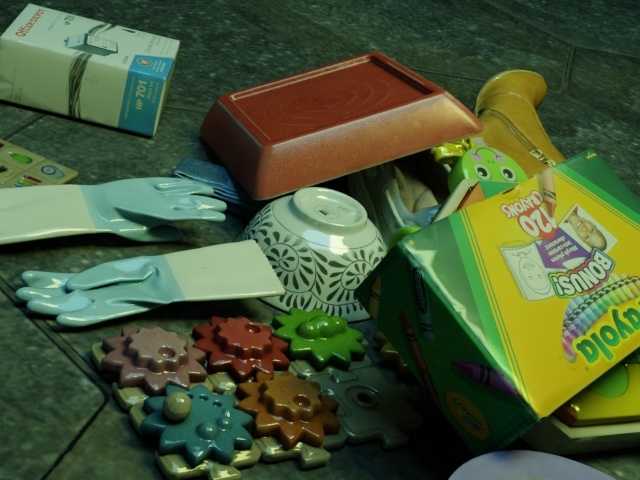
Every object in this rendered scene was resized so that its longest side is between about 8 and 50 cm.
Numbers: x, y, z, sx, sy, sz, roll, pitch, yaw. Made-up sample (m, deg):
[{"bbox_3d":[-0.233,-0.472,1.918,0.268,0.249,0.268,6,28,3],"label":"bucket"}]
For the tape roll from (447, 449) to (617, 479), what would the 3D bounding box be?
[{"bbox_3d":[0.157,0.232,0.707,0.189,0.080,0.189,14,29,-8],"label":"tape roll"}]

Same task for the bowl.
[{"bbox_3d":[0.000,0.000,1.043,0.170,0.080,0.170,13,29,-7],"label":"bowl"}]

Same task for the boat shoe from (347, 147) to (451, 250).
[{"bbox_3d":[0.118,-0.034,1.142,0.118,0.103,0.320,5,30,-20],"label":"boat shoe"}]

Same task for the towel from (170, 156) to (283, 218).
[{"bbox_3d":[-0.100,-0.057,1.145,0.120,0.029,0.067,17,27,2],"label":"towel"}]

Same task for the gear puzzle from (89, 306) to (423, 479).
[{"bbox_3d":[-0.004,0.105,0.885,0.339,0.044,0.175,-4,34,-35],"label":"gear puzzle"}]

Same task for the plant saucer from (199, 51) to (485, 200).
[{"bbox_3d":[0.010,-0.142,1.182,0.259,0.047,0.258,-17,27,-13],"label":"plant saucer"}]

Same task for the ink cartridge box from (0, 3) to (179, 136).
[{"bbox_3d":[-0.274,-0.203,1.262,0.191,0.082,0.139,14,28,-8],"label":"ink cartridge box"}]

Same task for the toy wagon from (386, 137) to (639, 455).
[{"bbox_3d":[0.192,0.031,0.989,0.267,0.068,0.344,2,56,-31],"label":"toy wagon"}]

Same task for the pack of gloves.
[{"bbox_3d":[-0.176,0.015,0.978,0.232,0.046,0.195,-7,41,-26],"label":"pack of gloves"}]

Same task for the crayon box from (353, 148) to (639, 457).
[{"bbox_3d":[0.181,0.042,0.868,0.278,0.081,0.165,-24,71,-42],"label":"crayon box"}]

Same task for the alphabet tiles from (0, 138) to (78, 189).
[{"bbox_3d":[-0.380,-0.062,1.024,0.198,0.009,0.237,23,29,11],"label":"alphabet tiles"}]

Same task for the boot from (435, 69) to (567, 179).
[{"bbox_3d":[0.274,-0.125,1.416,0.295,0.104,0.211,-21,51,-42],"label":"boot"}]
